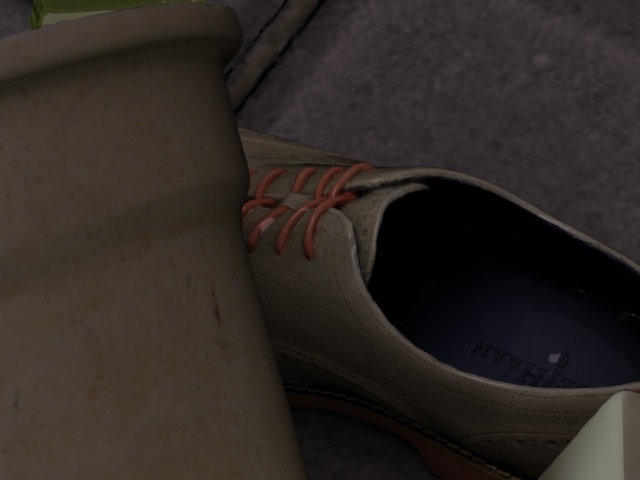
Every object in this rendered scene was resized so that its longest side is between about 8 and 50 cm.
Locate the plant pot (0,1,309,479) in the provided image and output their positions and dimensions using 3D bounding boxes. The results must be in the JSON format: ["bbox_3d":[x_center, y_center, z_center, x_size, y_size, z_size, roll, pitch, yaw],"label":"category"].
[{"bbox_3d":[-0.125,0.122,0.698,0.334,0.334,0.305,-23,88,-11],"label":"plant pot"}]

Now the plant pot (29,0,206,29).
[{"bbox_3d":[-0.101,-0.098,0.969,0.079,0.083,0.083,-2,58,-13],"label":"plant pot"}]

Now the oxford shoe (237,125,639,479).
[{"bbox_3d":[0.000,0.000,0.874,0.397,0.146,0.140,18,62,15],"label":"oxford shoe"}]

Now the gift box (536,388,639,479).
[{"bbox_3d":[0.161,0.239,0.669,0.255,0.276,0.258,10,55,-6],"label":"gift box"}]
